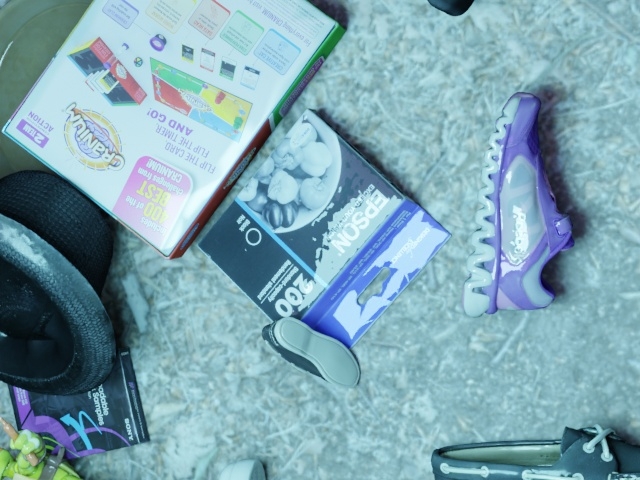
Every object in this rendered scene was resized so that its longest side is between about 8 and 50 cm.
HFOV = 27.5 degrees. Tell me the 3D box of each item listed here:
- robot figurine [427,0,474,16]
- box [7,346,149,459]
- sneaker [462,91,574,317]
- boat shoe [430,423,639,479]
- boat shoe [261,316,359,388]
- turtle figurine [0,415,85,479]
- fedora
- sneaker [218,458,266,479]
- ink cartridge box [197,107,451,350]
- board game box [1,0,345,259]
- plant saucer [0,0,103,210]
[{"bbox_3d":[0.166,-0.365,1.302,0.209,0.173,0.278,23,103,-26],"label":"robot figurine"},{"bbox_3d":[-0.289,0.199,1.552,0.162,0.029,0.116,-15,86,19],"label":"box"},{"bbox_3d":[0.211,-0.031,1.338,0.104,0.095,0.236,9,99,13],"label":"sneaker"},{"bbox_3d":[0.253,0.232,1.311,0.302,0.114,0.091,-13,92,19],"label":"boat shoe"},{"bbox_3d":[-0.011,0.124,1.419,0.038,0.125,0.046,-15,51,49],"label":"boat shoe"},{"bbox_3d":[-0.307,0.294,1.515,0.217,0.087,0.269,23,135,6],"label":"turtle figurine"},{"bbox_3d":[-0.334,0.028,1.467,0.334,0.334,0.152,21,53,17],"label":"fedora"},{"bbox_3d":[-0.152,0.379,1.465,0.169,0.108,0.292,8,95,17],"label":"sneaker"},{"bbox_3d":[0.000,0.000,1.435,0.208,0.045,0.206,43,105,12],"label":"ink cartridge box"},{"bbox_3d":[-0.162,-0.176,1.441,0.242,0.064,0.316,38,96,6],"label":"board game box"},{"bbox_3d":[-0.294,-0.165,1.541,0.278,0.041,0.278,1,92,20],"label":"plant saucer"}]
